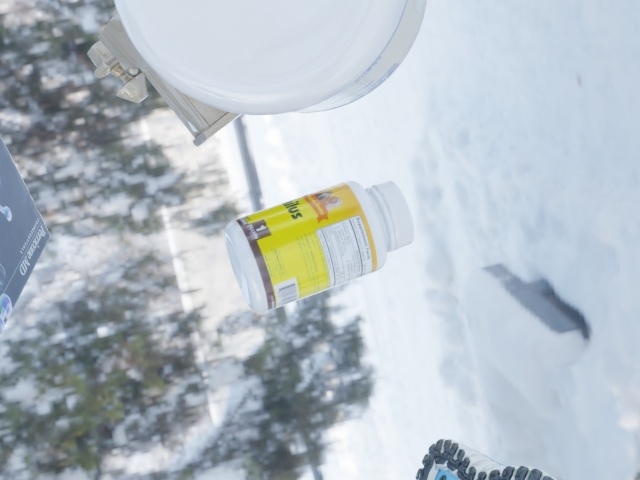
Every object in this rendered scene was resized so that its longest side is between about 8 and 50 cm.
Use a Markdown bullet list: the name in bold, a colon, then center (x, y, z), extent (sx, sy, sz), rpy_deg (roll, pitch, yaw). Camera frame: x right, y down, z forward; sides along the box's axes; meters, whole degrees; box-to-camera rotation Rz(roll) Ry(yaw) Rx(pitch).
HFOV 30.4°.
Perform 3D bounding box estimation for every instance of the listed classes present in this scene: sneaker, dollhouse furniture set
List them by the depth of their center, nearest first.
- **sneaker**: center (0.125, 0.164, 0.701), extent (0.162, 0.073, 0.063), rpy_deg (25, 91, 61)
- **dollhouse furniture set**: center (-0.091, -0.265, 1.411), extent (0.174, 0.303, 0.355), rpy_deg (52, 153, -7)

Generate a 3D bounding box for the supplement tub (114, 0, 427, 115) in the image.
- **supplement tub**: center (-0.029, -0.232, 1.042), extent (0.331, 0.241, 0.241), rpy_deg (-36, -66, -79)

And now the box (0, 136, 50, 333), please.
- **box**: center (-0.609, -0.066, 1.750), extent (0.293, 0.212, 0.395), rpy_deg (-83, -23, -57)

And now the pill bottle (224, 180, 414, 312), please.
- **pill bottle**: center (0.000, 0.000, 1.421), extent (0.117, 0.215, 0.117), rpy_deg (160, 90, -78)
